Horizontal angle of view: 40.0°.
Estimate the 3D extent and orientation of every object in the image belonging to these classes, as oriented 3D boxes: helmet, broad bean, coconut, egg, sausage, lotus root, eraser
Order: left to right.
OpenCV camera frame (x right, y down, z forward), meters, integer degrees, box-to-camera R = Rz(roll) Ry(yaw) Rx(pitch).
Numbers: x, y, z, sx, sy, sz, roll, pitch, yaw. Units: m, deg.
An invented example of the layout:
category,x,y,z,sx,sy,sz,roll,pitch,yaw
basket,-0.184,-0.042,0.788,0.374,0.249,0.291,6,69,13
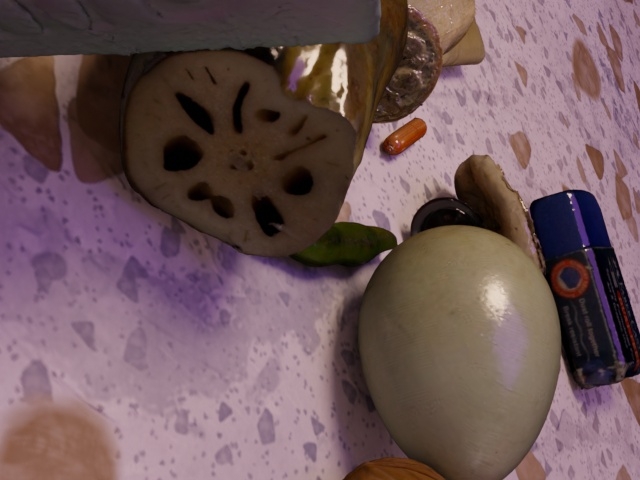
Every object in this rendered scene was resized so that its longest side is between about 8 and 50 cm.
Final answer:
category,x,y,z,sx,sy,sz,roll,pitch,yaw
lotus root,-0.042,-0.181,0.827,0.250,0.250,0.346,47,43,-30
broad bean,0.001,0.001,0.963,0.297,0.043,0.060,7,58,-51
sausage,0.112,-0.139,1.196,0.107,0.031,0.031,-40,106,-53
coconut,0.116,-0.317,1.164,0.194,0.194,0.194,29,52,-44
helmet,0.171,0.000,1.161,0.123,0.098,0.070,65,8,-2
egg,0.149,0.123,0.947,0.218,0.218,0.295,33,48,-41
eraser,0.456,0.082,1.495,0.155,0.101,0.332,0,74,-55

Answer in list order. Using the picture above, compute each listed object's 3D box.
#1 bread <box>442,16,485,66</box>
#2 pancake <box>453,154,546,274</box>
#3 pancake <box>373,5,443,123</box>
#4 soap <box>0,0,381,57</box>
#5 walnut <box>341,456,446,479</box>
category,x,y,z,sx,sy,sz,roll,pitch,yaw
bread,0.184,-0.333,1.366,0.178,0.060,0.139,-17,86,-55
pancake,0.250,0.009,1.199,0.282,0.049,0.282,-21,90,-89
pancake,0.075,-0.218,1.084,0.158,0.158,0.028,53,13,-23
soap,-0.185,-0.224,0.540,0.261,0.446,0.156,79,9,-79
walnut,0.079,0.303,0.819,0.167,0.167,0.207,-23,90,-56
